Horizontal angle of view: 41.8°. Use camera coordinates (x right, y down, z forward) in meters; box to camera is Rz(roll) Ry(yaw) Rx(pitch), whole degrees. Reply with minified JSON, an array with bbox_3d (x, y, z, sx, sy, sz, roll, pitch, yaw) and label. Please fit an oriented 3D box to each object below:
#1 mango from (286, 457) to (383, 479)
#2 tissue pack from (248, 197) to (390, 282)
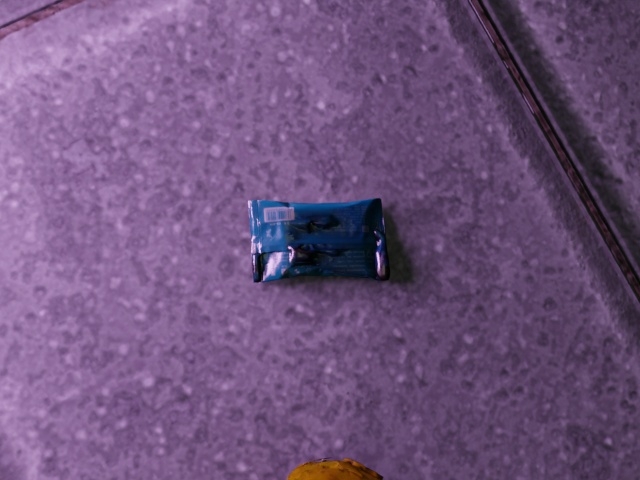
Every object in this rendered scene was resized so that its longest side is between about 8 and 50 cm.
[{"bbox_3d":[0.042,0.310,0.738,0.156,0.151,0.249,-32,80,27],"label":"mango"},{"bbox_3d":[0.000,0.000,0.825,0.138,0.028,0.085,-2,83,-15],"label":"tissue pack"}]
